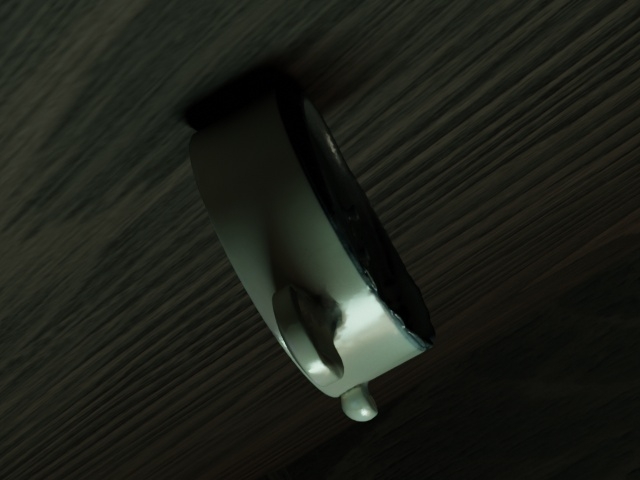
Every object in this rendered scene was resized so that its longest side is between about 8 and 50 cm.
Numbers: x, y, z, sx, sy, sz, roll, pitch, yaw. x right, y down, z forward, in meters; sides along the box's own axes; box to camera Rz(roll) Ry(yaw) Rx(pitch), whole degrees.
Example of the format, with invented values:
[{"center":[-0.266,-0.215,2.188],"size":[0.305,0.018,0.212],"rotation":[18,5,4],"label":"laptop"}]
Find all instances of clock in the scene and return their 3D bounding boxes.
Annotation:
[{"center":[0.000,0.000,0.899],"size":[0.063,0.155,0.229],"rotation":[-29,-157,11],"label":"clock"}]
